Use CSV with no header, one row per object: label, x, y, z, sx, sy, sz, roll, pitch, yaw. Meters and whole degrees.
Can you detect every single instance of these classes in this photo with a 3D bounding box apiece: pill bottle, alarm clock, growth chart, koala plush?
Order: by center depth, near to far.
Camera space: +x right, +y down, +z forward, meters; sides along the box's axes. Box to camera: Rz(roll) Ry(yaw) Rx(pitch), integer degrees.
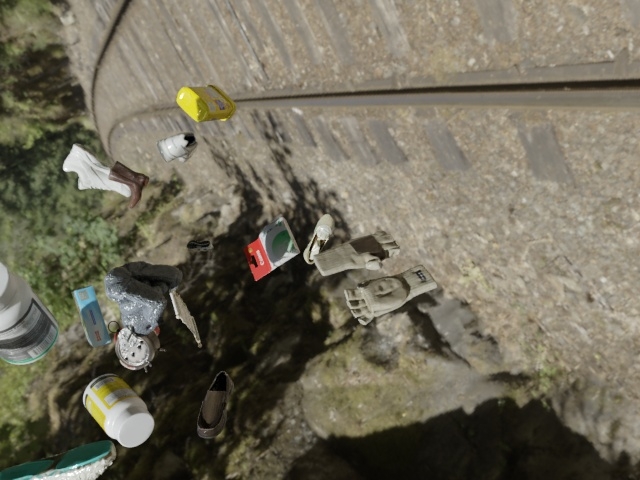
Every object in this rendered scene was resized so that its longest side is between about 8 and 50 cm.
pill bottle,-0.538,0.454,1.594,0.208,0.119,0.119,25,147,43
koala plush,-0.532,0.193,1.756,0.196,0.203,0.221,-74,-3,-55
pill bottle,-0.966,0.222,1.830,0.204,0.204,0.361,50,158,28
alarm clock,-0.589,0.321,1.862,0.192,0.129,0.064,41,-165,-2
growth chart,-0.518,0.286,2.284,0.237,0.021,0.172,70,175,-48

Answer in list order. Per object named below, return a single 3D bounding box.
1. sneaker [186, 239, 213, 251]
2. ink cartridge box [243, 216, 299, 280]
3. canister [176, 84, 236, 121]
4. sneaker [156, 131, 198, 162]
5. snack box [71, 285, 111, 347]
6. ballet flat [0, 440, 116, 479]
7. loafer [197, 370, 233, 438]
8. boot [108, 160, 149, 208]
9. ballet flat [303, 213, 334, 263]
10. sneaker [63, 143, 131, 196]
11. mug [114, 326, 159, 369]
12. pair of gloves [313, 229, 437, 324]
sneaker,-0.445,0.025,2.202,0.109,0.040,0.044,3,151,24
ink cartridge box,-0.212,0.031,2.443,0.056,0.224,0.181,47,-166,-54
canister,-0.356,-0.429,1.863,0.126,0.073,0.170,43,-156,5
sneaker,-0.535,-0.378,2.366,0.297,0.129,0.111,-68,-46,-74
snack box,-0.755,0.246,1.953,0.322,0.060,0.187,-13,95,65
ballet flat,-0.801,0.730,1.851,0.147,0.409,0.147,-16,-90,-82
loafer,-0.310,0.468,1.723,0.220,0.080,0.078,-83,-9,-54
boot,-0.530,-0.149,1.605,0.037,0.106,0.114,23,178,39
ballet flat,0.000,0.000,1.829,0.057,0.168,0.052,19,-160,-15
sneaker,-0.692,-0.194,1.848,0.232,0.115,0.090,39,-179,-33
mug,-0.717,0.406,2.301,0.169,0.150,0.113,-83,-22,-49
pair of gloves,0.118,0.074,1.349,0.240,0.204,0.042,48,153,42
